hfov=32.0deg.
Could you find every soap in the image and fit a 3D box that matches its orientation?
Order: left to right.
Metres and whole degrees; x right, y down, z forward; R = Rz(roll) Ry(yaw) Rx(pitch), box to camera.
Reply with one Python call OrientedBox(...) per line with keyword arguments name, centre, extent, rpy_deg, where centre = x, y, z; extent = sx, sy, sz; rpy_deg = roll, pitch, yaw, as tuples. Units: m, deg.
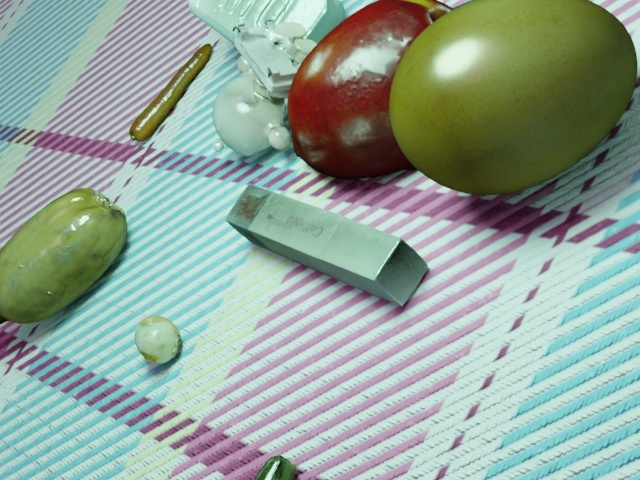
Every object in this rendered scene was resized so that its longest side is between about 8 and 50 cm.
OrientedBox(name="soap", centre=(-0.114, -0.425, 1.968), extent=(0.289, 0.095, 0.173), rpy_deg=(39, 96, 17))

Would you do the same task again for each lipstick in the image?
OrientedBox(name="lipstick", centre=(0.000, 0.000, 1.636), extent=(0.371, 0.080, 0.076), rpy_deg=(21, 73, 50))

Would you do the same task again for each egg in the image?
OrientedBox(name="egg", centre=(-0.259, 0.154, 1.758), extent=(0.071, 0.071, 0.083), rpy_deg=(-51, 35, -4))
OrientedBox(name="egg", centre=(0.245, -0.191, 1.432), extent=(0.322, 0.250, 0.250), rpy_deg=(-18, 47, 20))

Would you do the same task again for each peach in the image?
OrientedBox(name="peach", centre=(0.068, -0.239, 1.677), extent=(0.361, 0.201, 0.258), rpy_deg=(-22, 46, 29))

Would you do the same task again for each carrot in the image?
OrientedBox(name="carrot", centre=(-0.292, -0.291, 2.190), extent=(0.248, 0.043, 0.043), rpy_deg=(-52, 38, -8))

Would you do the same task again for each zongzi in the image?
OrientedBox(name="zongzi", centre=(-0.085, 0.338, 1.463), extent=(0.113, 0.052, 0.104), rpy_deg=(-25, 34, 45))

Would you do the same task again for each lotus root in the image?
OrientedBox(name="lotus root", centre=(-0.490, 0.046, 2.005), extent=(0.342, 0.151, 0.169), rpy_deg=(-43, 51, 8))

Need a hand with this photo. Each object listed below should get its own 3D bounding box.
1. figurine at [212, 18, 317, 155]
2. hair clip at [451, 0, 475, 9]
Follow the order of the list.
OrientedBox(name="figurine", centre=(-0.104, -0.231, 1.852), extent=(0.144, 0.182, 0.257), rpy_deg=(-35, -21, -43))
OrientedBox(name="hair clip", centre=(0.198, -0.366, 1.794), extent=(0.229, 0.039, 0.070), rpy_deg=(4, 63, 46))
